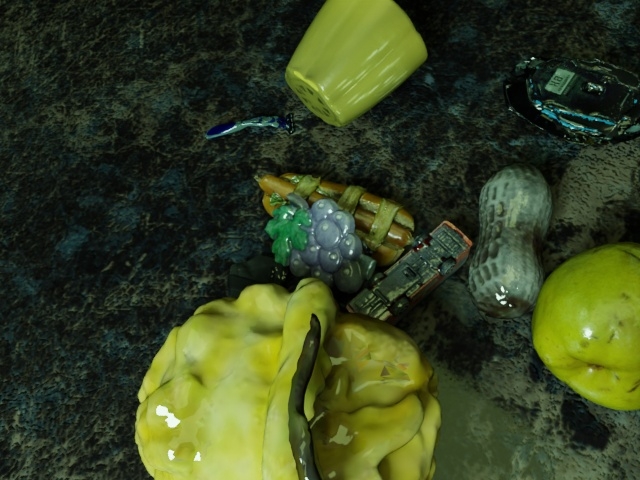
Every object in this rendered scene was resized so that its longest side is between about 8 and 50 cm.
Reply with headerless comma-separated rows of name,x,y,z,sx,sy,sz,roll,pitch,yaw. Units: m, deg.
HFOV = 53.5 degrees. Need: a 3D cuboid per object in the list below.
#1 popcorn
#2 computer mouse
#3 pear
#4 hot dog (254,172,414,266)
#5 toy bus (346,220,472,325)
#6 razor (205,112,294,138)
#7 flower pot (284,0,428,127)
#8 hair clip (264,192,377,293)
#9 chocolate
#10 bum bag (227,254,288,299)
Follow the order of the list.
popcorn,-0.028,0.202,0.676,0.349,0.381,0.349,2,79,-8
computer mouse,0.403,-0.215,1.004,0.242,0.077,0.146,30,69,25
pear,0.361,0.098,0.779,0.200,0.200,0.200,-3,61,5
hot dog,0.019,-0.041,0.961,0.269,0.072,0.109,22,64,16
toy bus,0.125,0.057,0.891,0.192,0.077,0.065,-39,66,-12
razor,-0.124,-0.196,1.086,0.155,0.028,0.044,-8,61,2
flower pot,0.047,-0.291,1.039,0.195,0.195,0.179,39,85,24
hair clip,0.001,0.001,0.902,0.195,0.052,0.124,24,97,31
chocolate,0.269,-0.003,0.890,0.110,0.110,0.248,7,67,10
bum bag,-0.093,0.111,0.907,0.087,0.049,0.197,9,60,-16
